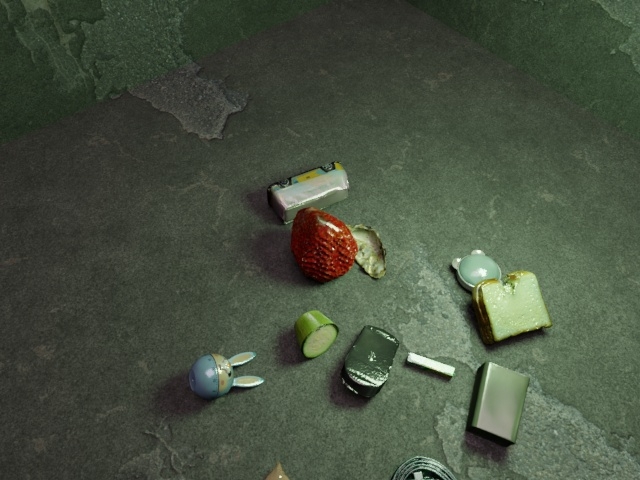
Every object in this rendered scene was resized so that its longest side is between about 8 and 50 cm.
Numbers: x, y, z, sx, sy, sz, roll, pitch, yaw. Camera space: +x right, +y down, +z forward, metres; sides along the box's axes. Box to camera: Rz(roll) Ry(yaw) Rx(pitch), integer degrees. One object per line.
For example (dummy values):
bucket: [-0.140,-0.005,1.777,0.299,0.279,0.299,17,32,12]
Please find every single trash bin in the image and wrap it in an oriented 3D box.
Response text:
trash bin: [0.625,0.581,1.623,0.164,0.122,0.240,21,61,12]

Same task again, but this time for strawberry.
strawberry: [0.000,0.000,1.852,0.312,0.351,0.267,40,72,16]

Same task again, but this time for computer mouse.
computer mouse: [0.184,0.457,1.715,0.169,0.087,0.295,26,47,12]

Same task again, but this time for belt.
belt: [0.351,0.823,1.457,0.268,0.116,0.206,27,63,18]

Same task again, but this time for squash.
squash: [-0.022,0.348,1.739,0.170,0.170,0.122,-25,49,-17]

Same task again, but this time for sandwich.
sandwich: [0.744,0.256,1.797,0.274,0.095,0.248,-13,87,-11]

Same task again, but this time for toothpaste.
toothpaste: [0.417,0.477,1.729,0.179,0.043,0.037,17,61,10]

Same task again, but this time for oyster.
oyster: [0.197,0.043,1.995,0.166,0.094,0.294,-22,69,6]

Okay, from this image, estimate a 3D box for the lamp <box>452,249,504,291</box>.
lamp: [0.680,0.150,1.913,0.180,0.107,0.245,-24,61,-11]

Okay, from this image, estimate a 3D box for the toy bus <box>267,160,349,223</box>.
toy bus: [-0.041,-0.219,2.112,0.387,0.171,0.162,-23,70,-16]

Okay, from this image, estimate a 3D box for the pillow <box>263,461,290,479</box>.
pillow: [-0.143,0.867,1.432,0.223,0.084,0.236,-35,68,-23]

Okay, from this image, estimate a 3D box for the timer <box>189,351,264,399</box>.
timer: [-0.344,0.475,1.642,0.256,0.175,0.175,-15,58,-12]
